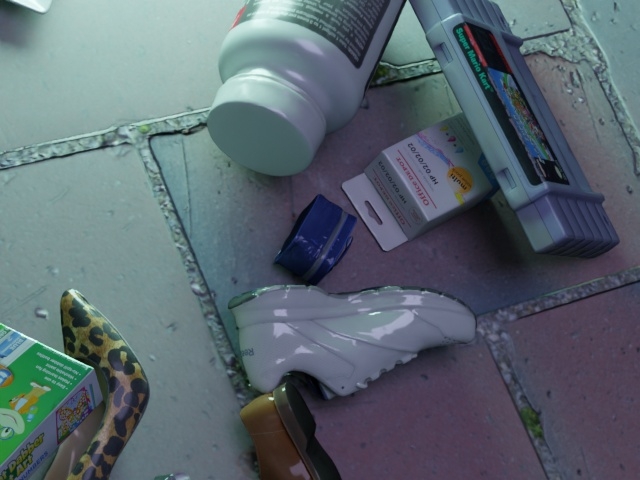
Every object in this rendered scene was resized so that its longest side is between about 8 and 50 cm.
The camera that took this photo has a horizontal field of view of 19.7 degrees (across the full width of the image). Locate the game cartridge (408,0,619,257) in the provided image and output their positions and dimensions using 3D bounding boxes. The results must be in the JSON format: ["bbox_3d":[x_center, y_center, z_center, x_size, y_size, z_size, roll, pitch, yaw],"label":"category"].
[{"bbox_3d":[0.238,-0.146,2.231,0.355,0.068,0.230,65,18,13],"label":"game cartridge"}]

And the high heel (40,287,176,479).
[{"bbox_3d":[-0.265,0.187,1.888,0.186,0.093,0.261,-19,84,-37],"label":"high heel"}]

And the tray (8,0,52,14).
[{"bbox_3d":[-0.425,-0.359,2.118,0.270,0.030,0.145,21,59,-14],"label":"tray"}]

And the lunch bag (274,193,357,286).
[{"bbox_3d":[0.000,0.000,2.118,0.065,0.067,0.098,34,56,-7],"label":"lunch bag"}]

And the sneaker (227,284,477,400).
[{"bbox_3d":[0.038,0.115,2.075,0.297,0.111,0.129,-1,82,-20],"label":"sneaker"}]

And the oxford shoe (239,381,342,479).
[{"bbox_3d":[-0.022,0.263,1.991,0.076,0.076,0.212,-25,88,13],"label":"oxford shoe"}]

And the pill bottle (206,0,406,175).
[{"bbox_3d":[-0.015,-0.235,2.158,0.176,0.176,0.318,30,57,-9],"label":"pill bottle"}]

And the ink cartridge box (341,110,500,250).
[{"bbox_3d":[0.128,-0.073,2.214,0.181,0.061,0.104,-28,80,-32],"label":"ink cartridge box"}]

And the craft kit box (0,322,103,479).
[{"bbox_3d":[-0.386,0.174,1.794,0.250,0.061,0.246,22,54,26],"label":"craft kit box"}]
